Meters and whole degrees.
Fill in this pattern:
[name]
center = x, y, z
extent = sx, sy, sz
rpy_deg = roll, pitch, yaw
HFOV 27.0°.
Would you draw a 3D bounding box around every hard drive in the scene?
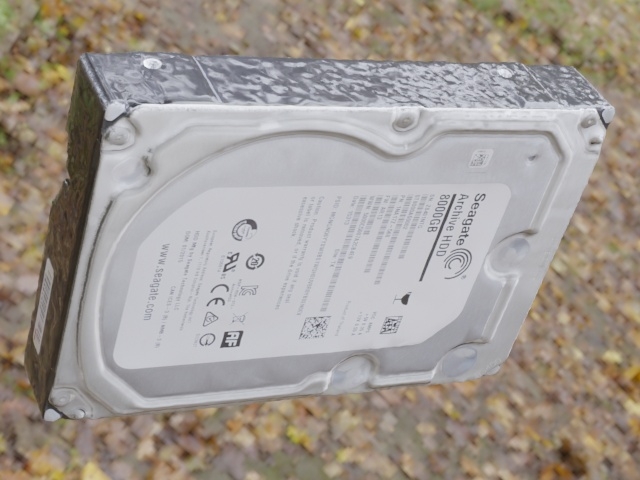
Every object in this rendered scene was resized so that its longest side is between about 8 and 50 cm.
[hard drive]
center = 0.000, 0.000, 0.836
extent = 0.339, 0.237, 0.064
rpy_deg = -2, 39, -29
